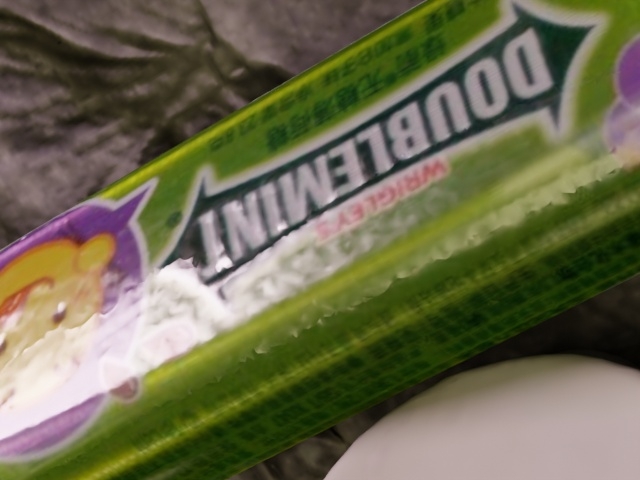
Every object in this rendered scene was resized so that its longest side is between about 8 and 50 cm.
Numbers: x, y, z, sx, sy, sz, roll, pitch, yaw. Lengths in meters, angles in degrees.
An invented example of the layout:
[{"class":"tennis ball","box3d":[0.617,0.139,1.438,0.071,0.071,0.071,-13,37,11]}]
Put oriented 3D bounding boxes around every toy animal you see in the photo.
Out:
[{"class":"toy animal","box3d":[0.121,0.220,0.681,0.196,0.241,0.367,-8,120,24]}]

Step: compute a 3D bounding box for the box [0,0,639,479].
[{"class":"box","box3d":[0.000,0.000,0.666,0.345,0.134,0.097,-28,138,21]}]
